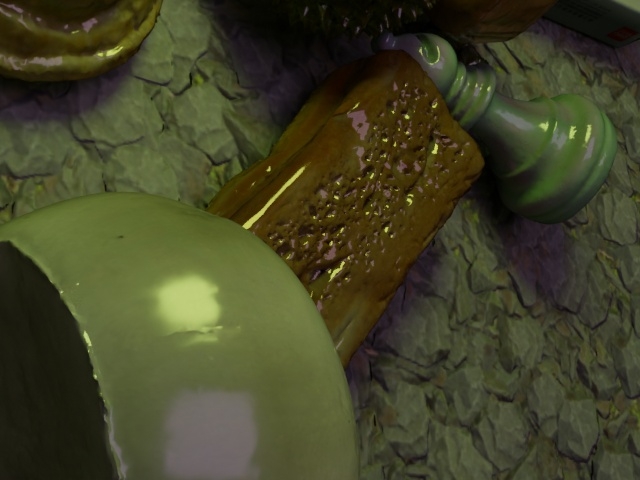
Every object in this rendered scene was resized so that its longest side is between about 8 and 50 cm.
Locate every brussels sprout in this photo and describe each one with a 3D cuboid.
[{"bbox_3d":[0.145,-0.199,1.158,0.083,0.046,0.051,60,22,0],"label":"brussels sprout"}]

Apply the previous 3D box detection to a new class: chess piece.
[{"bbox_3d":[0.160,-0.133,1.089,0.271,0.139,0.139,30,59,-26],"label":"chess piece"}]

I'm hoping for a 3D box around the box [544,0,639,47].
[{"bbox_3d":[0.298,-0.336,1.302,0.269,0.079,0.135,13,67,-35],"label":"box"}]

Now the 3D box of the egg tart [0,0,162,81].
[{"bbox_3d":[-0.221,-0.268,0.846,0.290,0.115,0.290,14,68,-37],"label":"egg tart"}]

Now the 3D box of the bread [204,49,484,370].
[{"bbox_3d":[0.000,0.000,0.941,0.185,0.109,0.380,56,52,-21],"label":"bread"}]

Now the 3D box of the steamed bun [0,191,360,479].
[{"bbox_3d":[-0.110,0.129,0.671,0.206,0.324,0.324,-1,76,-43],"label":"steamed bun"}]

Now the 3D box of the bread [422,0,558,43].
[{"bbox_3d":[0.136,-0.334,1.093,0.119,0.152,0.288,1,58,-47],"label":"bread"}]

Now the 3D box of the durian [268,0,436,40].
[{"bbox_3d":[0.019,-0.284,0.979,0.237,0.176,0.200,33,63,4],"label":"durian"}]
